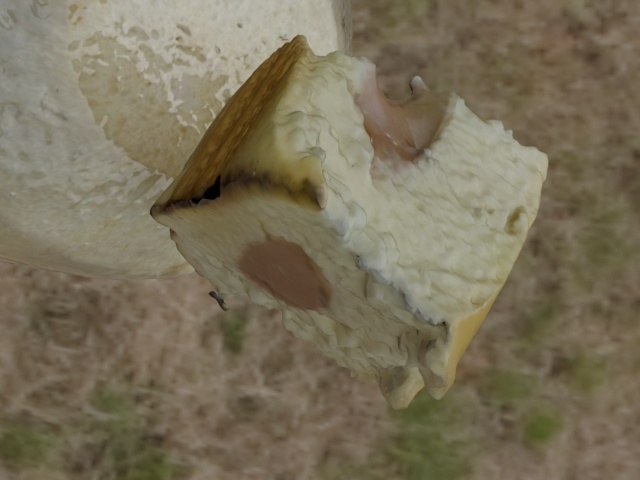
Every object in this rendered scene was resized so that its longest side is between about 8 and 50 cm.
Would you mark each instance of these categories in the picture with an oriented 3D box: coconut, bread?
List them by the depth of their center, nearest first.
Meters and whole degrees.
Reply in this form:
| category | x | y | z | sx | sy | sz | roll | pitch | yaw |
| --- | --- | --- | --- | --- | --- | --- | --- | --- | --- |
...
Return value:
| category | x | y | z | sx | sy | sz | roll | pitch | yaw |
| --- | --- | --- | --- | --- | --- | --- | --- | --- | --- |
| bread | -0.006 | 0.009 | 1.014 | 0.183 | 0.211 | 0.224 | 42 | 32 | -15 |
| coconut | -0.188 | -0.147 | 1.286 | 0.415 | 0.415 | 0.344 | 13 | 89 | -47 |
